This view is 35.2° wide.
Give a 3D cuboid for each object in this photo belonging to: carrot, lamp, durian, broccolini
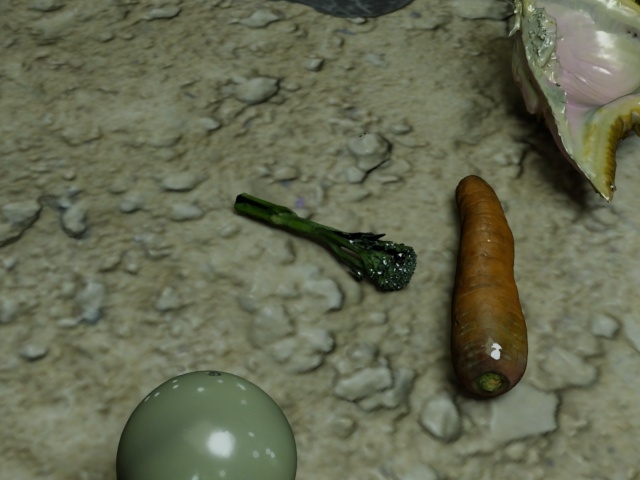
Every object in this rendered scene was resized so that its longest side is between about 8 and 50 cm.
[{"bbox_3d":[0.103,0.017,0.640,0.047,0.047,0.191,3,44,3],"label":"carrot"},{"bbox_3d":[-0.067,0.138,0.478,0.091,0.091,0.163,10,42,10],"label":"lamp"},{"bbox_3d":[0.195,-0.105,0.748,0.140,0.078,0.224,12,55,-5],"label":"durian"},{"bbox_3d":[0.000,0.000,0.676,0.140,0.030,0.035,19,83,24],"label":"broccolini"}]
